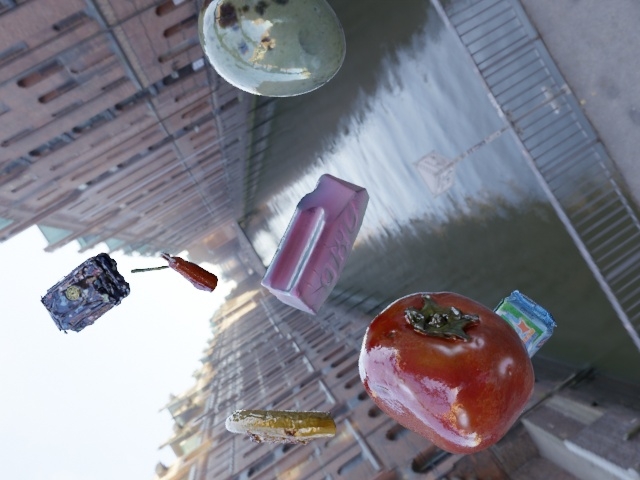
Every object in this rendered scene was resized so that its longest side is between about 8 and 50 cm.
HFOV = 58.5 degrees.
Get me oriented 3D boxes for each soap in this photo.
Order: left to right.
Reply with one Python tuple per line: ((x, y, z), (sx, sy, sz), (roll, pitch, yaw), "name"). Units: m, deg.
((0.000, 0.000, 1.313), (0.109, 0.324, 0.193), (17, 163, 21), "soap")
((0.522, 0.289, 1.612), (0.077, 0.293, 0.156), (15, -157, -52), "soap")

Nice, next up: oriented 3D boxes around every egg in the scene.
((-0.136, -0.588, 1.639), (0.345, 0.427, 0.346), (-168, 90, -86), "egg")

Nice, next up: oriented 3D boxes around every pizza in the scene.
((-0.085, 0.471, 1.443), (0.226, 0.335, 0.086), (29, -123, -54), "pizza")

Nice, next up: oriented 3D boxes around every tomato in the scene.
((0.245, 0.253, 1.134), (0.325, 0.293, 0.290), (17, 133, 40), "tomato")

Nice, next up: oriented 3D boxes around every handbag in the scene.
((-0.667, 0.156, 1.624), (0.162, 0.260, 0.113), (56, -170, -3), "handbag")

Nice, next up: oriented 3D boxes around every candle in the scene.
((-0.310, 0.074, 1.342), (0.162, 0.053, 0.048), (36, -169, -29), "candle")

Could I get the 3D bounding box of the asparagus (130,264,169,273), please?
((-0.412, 0.069, 1.478), (0.016, 0.162, 0.016), (-85, -15, -75), "asparagus")
